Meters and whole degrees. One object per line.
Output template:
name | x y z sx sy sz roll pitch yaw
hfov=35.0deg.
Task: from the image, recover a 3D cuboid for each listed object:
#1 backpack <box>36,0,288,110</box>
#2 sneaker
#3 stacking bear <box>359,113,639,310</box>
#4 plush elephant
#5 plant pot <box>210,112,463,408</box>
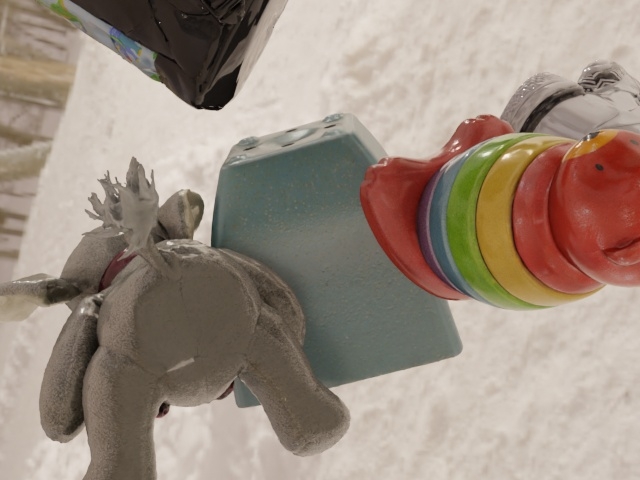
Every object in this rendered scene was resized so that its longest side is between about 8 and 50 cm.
backpack | -0.179 -0.314 0.914 0.273 0.356 0.290 -56 -8 -85
sneaker | 0.381 -0.121 1.288 0.210 0.366 0.137 38 119 24
stacking bear | 0.186 -0.021 0.831 0.289 0.175 0.164 0 114 66
plush elephant | -0.172 0.079 1.004 0.255 0.272 0.329 11 121 66
plant pot | 0.000 0.000 1.133 0.248 0.247 0.252 -87 -17 -74
